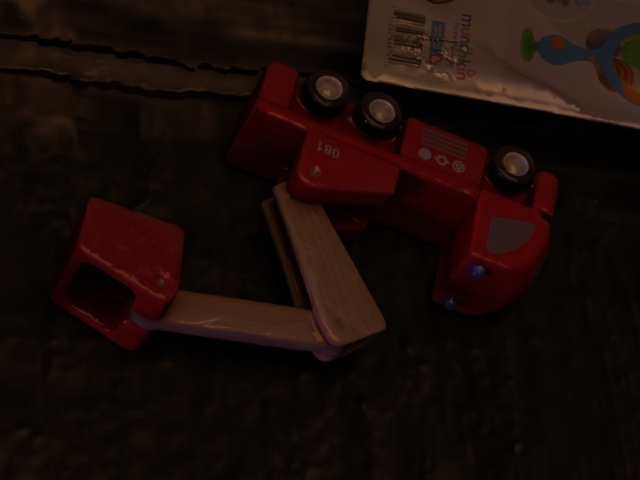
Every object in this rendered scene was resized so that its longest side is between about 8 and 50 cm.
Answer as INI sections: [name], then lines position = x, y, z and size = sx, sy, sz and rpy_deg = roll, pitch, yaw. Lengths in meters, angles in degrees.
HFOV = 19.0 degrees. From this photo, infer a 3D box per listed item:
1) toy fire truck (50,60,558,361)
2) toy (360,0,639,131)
[toy fire truck]
position = 0.000, 0.000, 0.779
size = 0.192, 0.047, 0.135
rpy_deg = 22, 55, -10
[toy]
position = 0.135, -0.099, 0.891
size = 0.237, 0.056, 0.137
rpy_deg = 12, 60, -10
